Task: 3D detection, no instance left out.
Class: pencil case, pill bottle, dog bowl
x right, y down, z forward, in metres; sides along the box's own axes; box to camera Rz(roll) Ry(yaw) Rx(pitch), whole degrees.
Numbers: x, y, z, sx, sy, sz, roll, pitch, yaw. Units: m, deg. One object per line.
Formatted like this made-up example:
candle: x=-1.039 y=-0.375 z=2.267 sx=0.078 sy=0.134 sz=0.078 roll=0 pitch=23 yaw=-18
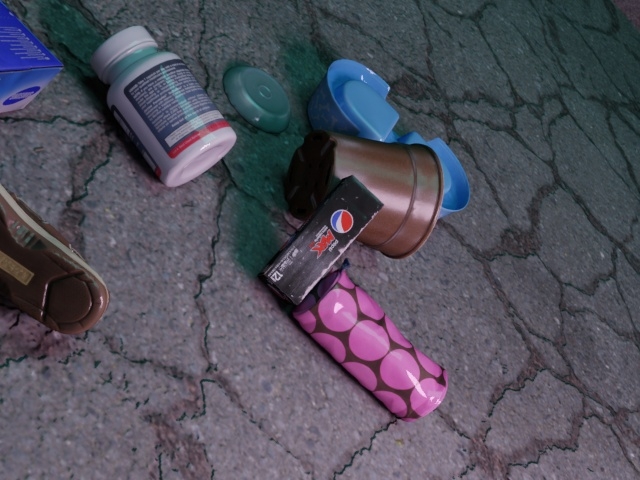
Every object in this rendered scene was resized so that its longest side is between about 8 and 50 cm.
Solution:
pencil case: x=0.067 y=0.127 z=1.300 sx=0.209 sy=0.095 sz=0.098 roll=47 pitch=19 yaw=-8
pill bottle: x=-0.194 y=-0.165 z=1.260 sx=0.180 sy=0.108 sz=0.108 roll=54 pitch=35 yaw=5
dog bowl: x=0.100 y=-0.143 z=1.595 sx=0.297 sy=0.074 sz=0.166 roll=45 pitch=35 yaw=-9

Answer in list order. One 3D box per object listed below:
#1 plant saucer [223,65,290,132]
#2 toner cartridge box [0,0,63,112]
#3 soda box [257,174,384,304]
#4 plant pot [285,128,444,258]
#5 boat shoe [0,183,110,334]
plant saucer: x=-0.085 y=-0.209 z=1.496 sx=0.119 sy=0.021 sz=0.119 roll=29 pitch=39 yaw=-27
toner cartridge box: x=-0.377 y=-0.198 z=0.997 sx=0.165 sy=0.075 sz=0.348 roll=47 pitch=10 yaw=-5
soda box: x=0.000 y=0.000 z=1.285 sx=0.060 sy=0.053 sz=0.169 roll=43 pitch=79 yaw=-9
plant pot: x=0.052 y=-0.072 z=1.414 sx=0.165 sy=0.167 sz=0.167 roll=14 pitch=48 yaw=-29
boat shoe: x=-0.316 y=-0.004 z=1.015 sx=0.257 sy=0.095 sz=0.095 roll=44 pitch=1 yaw=-5
